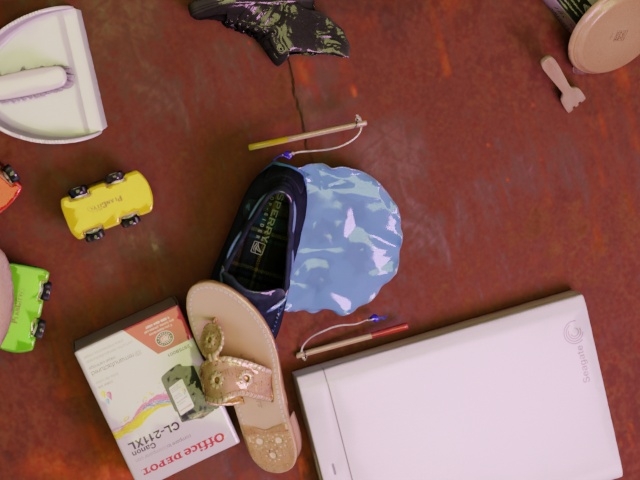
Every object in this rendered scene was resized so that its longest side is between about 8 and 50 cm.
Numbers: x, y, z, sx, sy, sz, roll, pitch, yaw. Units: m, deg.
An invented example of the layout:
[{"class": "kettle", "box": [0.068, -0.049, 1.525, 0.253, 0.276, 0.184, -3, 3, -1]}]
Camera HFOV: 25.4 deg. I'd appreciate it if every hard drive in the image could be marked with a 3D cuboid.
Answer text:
[{"class": "hard drive", "box": [0.165, 0.217, 1.674, 0.353, 0.047, 0.233, -16, 100, -9]}]

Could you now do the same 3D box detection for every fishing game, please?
[{"class": "fishing game", "box": [0.000, 0.000, 1.621, 0.189, 0.041, 0.264, -16, 106, 0]}]

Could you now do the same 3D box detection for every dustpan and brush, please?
[{"class": "dustpan and brush", "box": [-0.345, -0.162, 1.523, 0.211, 0.060, 0.147, -13, 99, -9]}]

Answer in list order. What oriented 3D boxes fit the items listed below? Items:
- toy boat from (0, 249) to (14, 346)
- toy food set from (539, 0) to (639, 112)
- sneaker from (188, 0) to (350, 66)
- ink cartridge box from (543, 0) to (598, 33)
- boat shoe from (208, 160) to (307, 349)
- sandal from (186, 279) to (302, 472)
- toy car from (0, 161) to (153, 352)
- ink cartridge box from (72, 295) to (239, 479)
[{"class": "toy boat", "box": [-0.459, 0.015, 1.482, 0.267, 0.148, 0.318, -24, 102, 18]}, {"class": "toy food set", "box": [0.333, -0.242, 1.623, 0.192, 0.038, 0.132, -38, 143, 8]}, {"class": "sneaker", "box": [-0.056, -0.233, 1.572, 0.170, 0.051, 0.089, -10, 94, -13]}, {"class": "ink cartridge box", "box": [0.262, -0.344, 1.620, 0.097, 0.046, 0.207, -43, 103, -3]}, {"class": "boat shoe", "box": [-0.082, 0.040, 1.562, 0.109, 0.089, 0.258, 9, 109, 0]}, {"class": "sandal", "box": [-0.086, 0.161, 1.527, 0.088, 0.079, 0.240, -13, 112, 22]}, {"class": "toy car", "box": [-0.318, 0.009, 1.555, 0.239, 0.053, 0.225, 12, 95, -11]}, {"class": "ink cartridge box", "box": [-0.182, 0.169, 1.590, 0.127, 0.072, 0.175, -25, 100, -7]}]
